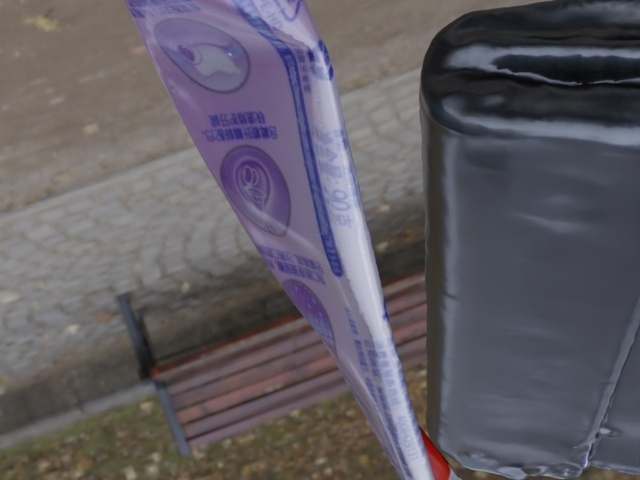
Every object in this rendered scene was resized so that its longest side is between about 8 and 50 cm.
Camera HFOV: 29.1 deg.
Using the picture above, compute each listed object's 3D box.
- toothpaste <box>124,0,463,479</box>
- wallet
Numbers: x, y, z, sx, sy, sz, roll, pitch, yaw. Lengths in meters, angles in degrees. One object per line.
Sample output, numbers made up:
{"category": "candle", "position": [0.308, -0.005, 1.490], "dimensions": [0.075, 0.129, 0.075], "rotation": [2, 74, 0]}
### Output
{"category": "toothpaste", "position": [0.000, 0.000, 0.420], "dimensions": [0.048, 0.301, 0.075], "rotation": [-30, -154, -13]}
{"category": "wallet", "position": [0.160, 0.031, 0.563], "dimensions": [0.228, 0.062, 0.406], "rotation": [-1, 153, 5]}
